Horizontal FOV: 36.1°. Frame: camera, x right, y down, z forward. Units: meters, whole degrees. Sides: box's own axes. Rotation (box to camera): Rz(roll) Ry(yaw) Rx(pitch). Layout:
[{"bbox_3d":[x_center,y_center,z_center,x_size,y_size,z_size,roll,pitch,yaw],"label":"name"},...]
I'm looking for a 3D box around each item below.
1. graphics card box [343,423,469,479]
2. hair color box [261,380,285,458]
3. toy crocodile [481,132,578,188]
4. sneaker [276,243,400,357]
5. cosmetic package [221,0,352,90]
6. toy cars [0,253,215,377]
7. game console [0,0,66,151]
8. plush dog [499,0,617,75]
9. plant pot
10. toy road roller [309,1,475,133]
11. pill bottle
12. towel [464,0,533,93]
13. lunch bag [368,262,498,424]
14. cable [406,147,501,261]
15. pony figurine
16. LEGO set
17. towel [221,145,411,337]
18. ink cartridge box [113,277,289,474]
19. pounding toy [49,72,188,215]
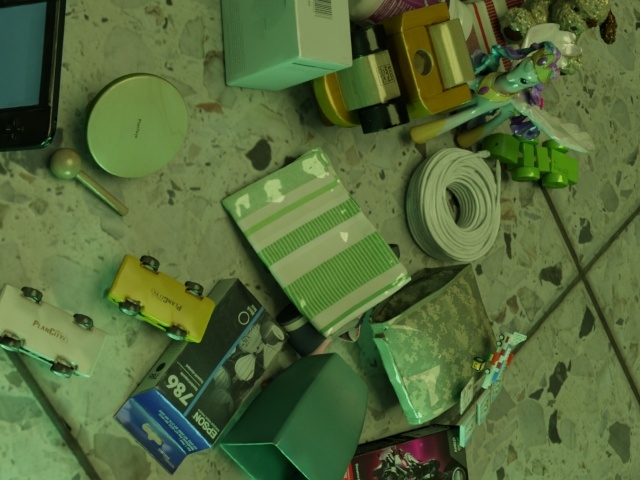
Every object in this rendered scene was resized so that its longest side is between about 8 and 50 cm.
[{"bbox_3d":[0.151,0.520,1.991,0.370,0.094,0.233,-4,86,-41],"label":"graphics card box"},{"bbox_3d":[-0.069,0.336,1.861,0.072,0.043,0.141,-1,84,-38],"label":"hair color box"},{"bbox_3d":[0.522,-0.192,2.394,0.340,0.105,0.115,7,80,-44],"label":"toy crocodile"},{"bbox_3d":[0.055,0.125,1.952,0.319,0.112,0.131,-36,106,-29],"label":"sneaker"},{"bbox_3d":[-0.068,-0.416,1.836,0.138,0.224,0.224,0,85,-42],"label":"cosmetic package"},{"bbox_3d":[-0.363,0.125,1.619,0.393,0.087,0.177,-15,89,-37],"label":"toy cars"},{"bbox_3d":[-0.537,-0.289,1.471,0.173,0.250,0.293,19,71,-65],"label":"game console"},{"bbox_3d":[0.594,-0.550,2.368,0.262,0.225,0.211,30,63,-33],"label":"plush dog"},{"bbox_3d":[-0.026,0.326,1.773,0.165,0.165,0.234,49,53,-21],"label":"plant pot"},{"bbox_3d":[0.124,-0.334,1.970,0.329,0.240,0.203,-23,101,-35],"label":"toy road roller"},{"bbox_3d":[0.180,-0.503,2.091,0.301,0.169,0.169,16,74,-38],"label":"pill bottle"},{"bbox_3d":[0.441,-0.473,2.396,0.329,0.037,0.237,-21,96,-41],"label":"towel"},{"bbox_3d":[0.220,0.214,2.038,0.287,0.168,0.235,-32,106,-43],"label":"lunch bag"},{"bbox_3d":[0.298,-0.079,2.192,0.257,0.089,0.257,3,84,-39],"label":"cable"},{"bbox_3d":[0.419,-0.312,2.134,0.351,0.363,0.303,-1,74,-49],"label":"pony figurine"},{"bbox_3d":[0.351,0.299,2.017,0.182,0.060,0.244,-46,146,-34],"label":"LEGO set"},{"bbox_3d":[0.000,0.000,1.877,0.247,0.038,0.325,-32,85,-29],"label":"towel"},{"bbox_3d":[-0.204,0.239,1.749,0.165,0.065,0.333,50,57,-24],"label":"ink cartridge box"},{"bbox_3d":[-0.346,-0.189,1.675,0.237,0.110,0.183,-53,133,2],"label":"pounding toy"}]
